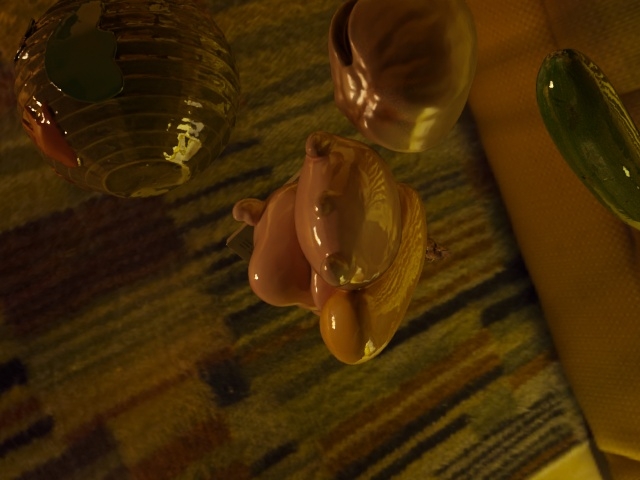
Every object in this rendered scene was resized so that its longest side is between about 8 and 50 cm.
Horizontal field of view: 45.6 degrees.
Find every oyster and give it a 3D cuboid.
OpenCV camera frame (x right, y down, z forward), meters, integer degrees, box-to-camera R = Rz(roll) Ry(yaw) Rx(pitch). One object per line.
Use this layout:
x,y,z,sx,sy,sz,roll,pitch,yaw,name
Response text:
0.209,0.016,1.373,0.080,0.083,0.038,34,64,-45,oyster

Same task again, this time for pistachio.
0.186,-0.403,1.677,0.365,0.281,0.446,29,64,-29,pistachio

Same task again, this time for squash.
0.312,-0.092,0.822,0.292,0.082,0.082,41,67,-33,squash

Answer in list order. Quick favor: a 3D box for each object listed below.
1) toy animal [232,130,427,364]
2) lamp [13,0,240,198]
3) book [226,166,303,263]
-0.006,0.020,1.061,0.345,0.246,0.278,34,66,-64,toy animal
-0.216,-0.192,0.859,0.250,0.250,0.284,-2,71,-29,lamp
-0.002,-0.021,1.369,0.282,0.025,0.215,-40,114,19,book
